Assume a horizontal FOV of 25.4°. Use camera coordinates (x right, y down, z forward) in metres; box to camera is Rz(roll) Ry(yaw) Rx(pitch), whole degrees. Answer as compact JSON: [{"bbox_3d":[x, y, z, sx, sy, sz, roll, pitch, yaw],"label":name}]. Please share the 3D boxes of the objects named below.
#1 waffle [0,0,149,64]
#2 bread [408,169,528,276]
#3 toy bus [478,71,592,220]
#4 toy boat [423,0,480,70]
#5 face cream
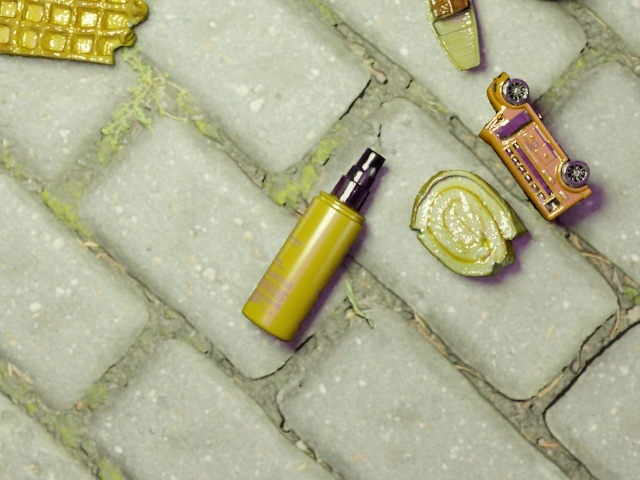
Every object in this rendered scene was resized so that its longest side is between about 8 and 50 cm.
[{"bbox_3d":[-0.332,-0.320,1.902,0.211,0.055,0.160,6,91,6],"label":"waffle"},{"bbox_3d":[0.191,-0.020,1.850,0.117,0.064,0.156,-44,87,8],"label":"bread"},{"bbox_3d":[0.268,-0.122,1.833,0.088,0.083,0.194,-36,87,5],"label":"toy bus"},{"bbox_3d":[0.168,-0.304,1.853,0.065,0.066,0.172,-16,89,2],"label":"toy boat"},{"bbox_3d":[0.000,0.000,1.859,0.078,0.078,0.273,33,92,5],"label":"face cream"}]
